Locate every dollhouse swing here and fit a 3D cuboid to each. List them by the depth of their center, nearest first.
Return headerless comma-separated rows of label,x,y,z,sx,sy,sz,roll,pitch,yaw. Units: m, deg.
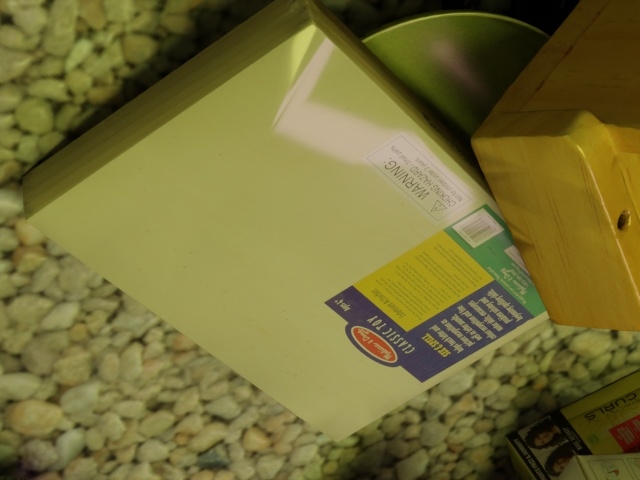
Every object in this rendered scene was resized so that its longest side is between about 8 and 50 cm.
dollhouse swing,0.345,-0.103,1.209,0.347,0.305,0.315,-50,136,-21

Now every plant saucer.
plant saucer,0.088,-0.095,1.308,0.241,0.037,0.241,-7,137,-7

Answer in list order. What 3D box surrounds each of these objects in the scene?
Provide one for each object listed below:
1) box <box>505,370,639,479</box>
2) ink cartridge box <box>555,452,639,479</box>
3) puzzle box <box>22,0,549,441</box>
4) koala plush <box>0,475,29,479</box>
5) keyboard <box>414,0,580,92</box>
box,0.306,0.186,1.632,0.232,0.087,0.058,-24,131,-7
ink cartridge box,0.333,0.332,1.619,0.309,0.130,0.272,2,135,-29
puzzle box,0.000,0.000,1.320,0.272,0.052,0.409,-32,134,18
koala plush,-0.249,0.320,1.423,0.196,0.203,0.221,-21,153,0
keyboard,0.171,-0.211,1.302,0.201,0.033,0.317,-10,127,-21
